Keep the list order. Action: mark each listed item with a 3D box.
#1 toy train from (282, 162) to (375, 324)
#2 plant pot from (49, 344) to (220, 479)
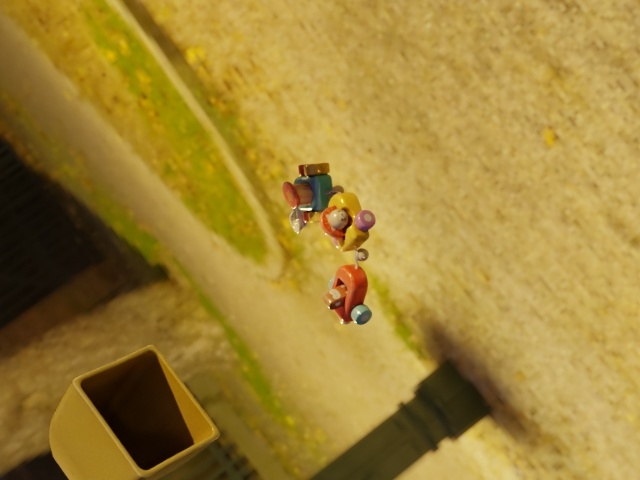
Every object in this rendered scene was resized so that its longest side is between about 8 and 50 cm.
[{"bbox_3d":[0.000,0.000,1.284,0.166,0.046,0.125,55,140,39],"label":"toy train"},{"bbox_3d":[-0.137,0.136,0.912,0.081,0.081,0.083,52,126,12],"label":"plant pot"}]
